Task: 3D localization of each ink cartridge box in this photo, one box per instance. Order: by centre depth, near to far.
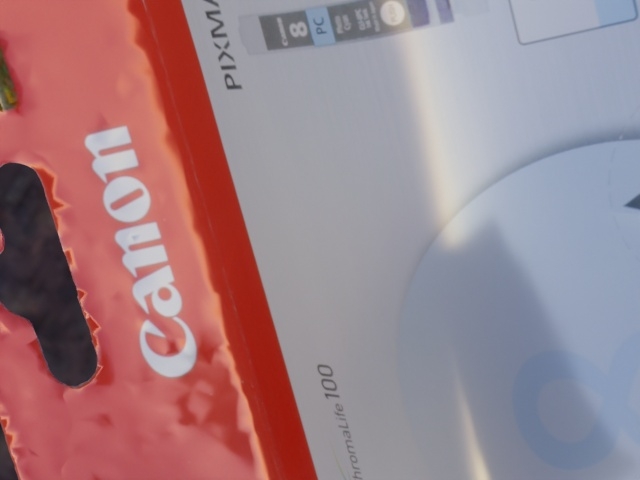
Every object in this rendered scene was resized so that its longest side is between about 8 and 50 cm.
[{"bbox_3d":[0.000,0.000,0.875,0.091,0.385,0.308,-67,143,-70],"label":"ink cartridge box"}]
